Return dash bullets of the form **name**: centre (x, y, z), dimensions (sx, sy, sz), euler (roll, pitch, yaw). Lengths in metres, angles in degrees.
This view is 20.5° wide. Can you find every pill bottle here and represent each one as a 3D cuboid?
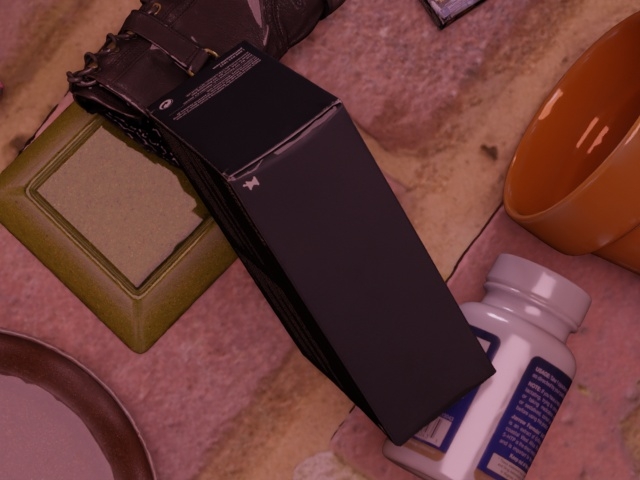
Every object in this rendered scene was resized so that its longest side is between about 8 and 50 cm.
- **pill bottle**: centre (0.137, 0.111, 1.399), dimensions (0.112, 0.112, 0.186), euler (28, 82, 0)

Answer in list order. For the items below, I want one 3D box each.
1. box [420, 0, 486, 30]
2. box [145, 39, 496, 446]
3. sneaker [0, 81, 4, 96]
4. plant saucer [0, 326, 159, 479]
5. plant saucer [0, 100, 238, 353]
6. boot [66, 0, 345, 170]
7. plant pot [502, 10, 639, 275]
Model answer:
- **box**: centre (0.131, -0.252, 1.484), dimensions (0.137, 0.027, 0.094), euler (-34, 86, -7)
- **box**: centre (0.000, 0.000, 1.313), dimensions (0.103, 0.184, 0.261), euler (-35, 120, -6)
- **sneaker**: centre (-0.319, -0.133, 1.435), dimensions (0.119, 0.047, 0.057), euler (-9, 77, -12)
- **plant saucer**: centre (-0.279, 0.221, 1.378), dimensions (0.311, 0.050, 0.310), euler (1, 82, -9)
- **plant saucer**: centre (-0.148, -0.038, 1.431), dimensions (0.188, 0.045, 0.188), euler (44, 82, 2)
- **boot**: centre (-0.122, -0.194, 1.403), dimensions (0.263, 0.091, 0.229), euler (40, 67, 0)
- **plant pot**: centre (0.281, -0.049, 1.397), dimensions (0.188, 0.205, 0.205), euler (35, 82, -15)
